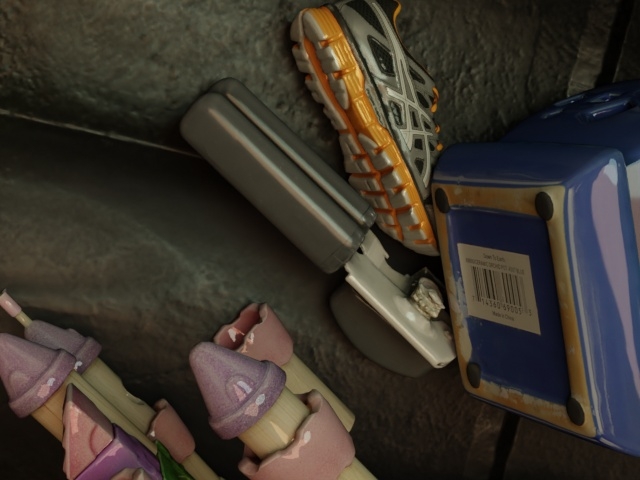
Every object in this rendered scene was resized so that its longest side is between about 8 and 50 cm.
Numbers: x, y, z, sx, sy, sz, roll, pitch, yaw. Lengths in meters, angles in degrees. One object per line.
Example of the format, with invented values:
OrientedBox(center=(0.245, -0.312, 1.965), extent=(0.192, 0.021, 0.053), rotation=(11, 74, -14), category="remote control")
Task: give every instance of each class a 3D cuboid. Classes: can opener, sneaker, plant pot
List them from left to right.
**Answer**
OrientedBox(center=(0.000, 0.000, 0.918), extent=(0.093, 0.074, 0.280), rotation=(-39, 99, 27), category="can opener")
OrientedBox(center=(0.057, -0.088, 0.924), extent=(0.083, 0.084, 0.215), rotation=(-30, 107, -23), category="sneaker")
OrientedBox(center=(0.216, 0.016, 0.865), extent=(0.212, 0.236, 0.236), rotation=(-15, 101, -23), category="plant pot")

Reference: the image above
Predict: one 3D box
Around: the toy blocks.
OrientedBox(center=(-0.139, 0.166, 0.811), extent=(0.309, 0.288, 0.260), rotation=(-44, 106, -1), category="toy blocks")
